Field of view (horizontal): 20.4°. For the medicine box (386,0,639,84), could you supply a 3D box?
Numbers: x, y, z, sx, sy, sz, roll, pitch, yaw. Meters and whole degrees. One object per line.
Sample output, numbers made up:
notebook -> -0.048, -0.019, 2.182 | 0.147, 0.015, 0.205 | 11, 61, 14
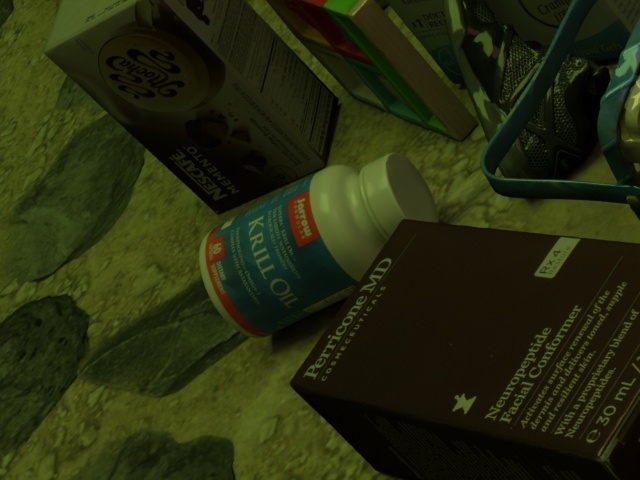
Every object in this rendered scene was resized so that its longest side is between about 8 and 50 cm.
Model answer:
medicine box -> 0.177, -0.316, 1.775 | 0.263, 0.289, 0.149 | -5, 47, 48

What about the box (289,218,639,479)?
box -> 0.169, 0.103, 1.403 | 0.381, 0.143, 0.191 | 5, 55, 55

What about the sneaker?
sneaker -> 0.201, -0.167, 1.701 | 0.130, 0.087, 0.227 | -27, 65, 13

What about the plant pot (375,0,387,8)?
plant pot -> 0.048, -0.318, 2.157 | 0.083, 0.081, 0.081 | -14, 39, 22

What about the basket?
basket -> 0.300, -0.128, 1.471 | 0.289, 0.201, 0.254 | 5, 55, 41

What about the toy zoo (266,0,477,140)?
toy zoo -> 0.034, -0.207, 1.911 | 0.030, 0.192, 0.293 | -48, 30, -7

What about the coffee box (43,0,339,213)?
coffee box -> -0.138, -0.182, 1.981 | 0.168, 0.297, 0.118 | -22, 39, 32

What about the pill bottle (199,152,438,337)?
pill bottle -> 0.000, 0.000, 1.752 | 0.221, 0.124, 0.124 | -29, 33, 26
